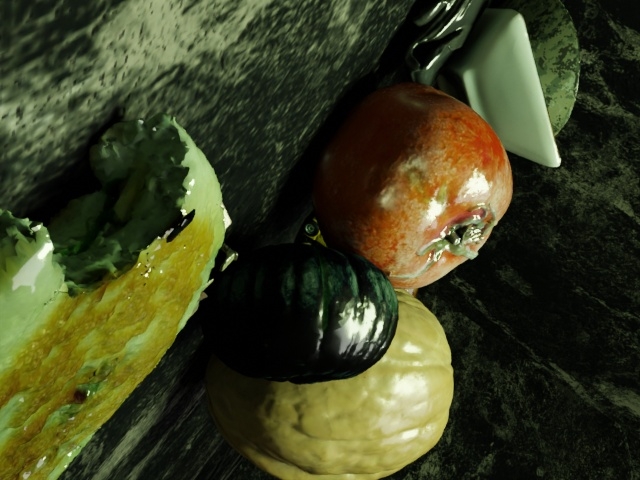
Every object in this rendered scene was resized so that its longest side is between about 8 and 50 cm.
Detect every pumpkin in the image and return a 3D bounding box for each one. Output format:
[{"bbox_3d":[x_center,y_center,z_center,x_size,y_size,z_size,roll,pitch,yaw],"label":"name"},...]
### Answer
[{"bbox_3d":[-0.021,0.070,0.783,0.202,0.201,0.140,85,5,-77],"label":"pumpkin"}]

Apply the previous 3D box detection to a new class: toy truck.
[{"bbox_3d":[0.000,0.000,1.043,0.083,0.054,0.049,-60,171,29],"label":"toy truck"}]

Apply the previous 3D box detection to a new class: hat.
[{"bbox_3d":[0.279,-0.260,1.243,0.128,0.266,0.266,-12,149,-27],"label":"hat"}]

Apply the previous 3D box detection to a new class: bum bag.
[{"bbox_3d":[0.163,-0.274,0.853,0.248,0.060,0.123,-57,171,7],"label":"bum bag"}]

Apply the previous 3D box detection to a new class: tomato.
[{"bbox_3d":[0.091,-0.059,0.863,0.231,0.189,0.232,-23,148,-16],"label":"tomato"}]

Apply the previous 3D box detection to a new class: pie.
[{"bbox_3d":[-0.155,0.069,0.417,0.303,0.066,0.302,-52,171,-12],"label":"pie"}]

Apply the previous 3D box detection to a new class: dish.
[{"bbox_3d":[0.195,-0.183,0.959,0.080,0.182,0.243,-20,-163,1],"label":"dish"}]

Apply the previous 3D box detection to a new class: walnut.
[{"bbox_3d":[0.009,0.177,1.009,0.277,0.312,0.252,-128,-141,-66],"label":"walnut"}]

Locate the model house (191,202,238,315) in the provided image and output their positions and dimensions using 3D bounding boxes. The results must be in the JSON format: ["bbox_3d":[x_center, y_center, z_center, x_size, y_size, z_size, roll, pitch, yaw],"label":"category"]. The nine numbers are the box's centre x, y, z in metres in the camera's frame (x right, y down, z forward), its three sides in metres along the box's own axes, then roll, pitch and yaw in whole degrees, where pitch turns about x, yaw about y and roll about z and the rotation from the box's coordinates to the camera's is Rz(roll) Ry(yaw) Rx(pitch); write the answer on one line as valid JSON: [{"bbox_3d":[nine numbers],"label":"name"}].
[{"bbox_3d":[-0.095,0.014,0.570,0.083,0.057,0.058,-47,174,-32],"label":"model house"}]

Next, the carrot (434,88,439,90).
[{"bbox_3d":[0.162,-0.126,1.213,0.139,0.138,0.302,-53,161,-11],"label":"carrot"}]

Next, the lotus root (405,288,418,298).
[{"bbox_3d":[0.060,0.119,1.509,0.291,0.193,0.193,-59,171,9],"label":"lotus root"}]
